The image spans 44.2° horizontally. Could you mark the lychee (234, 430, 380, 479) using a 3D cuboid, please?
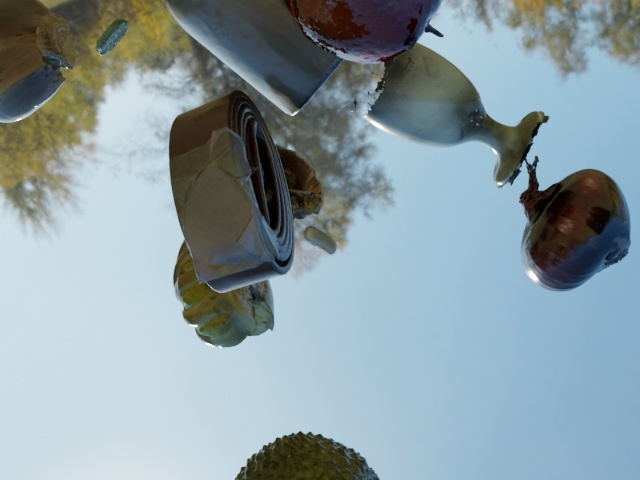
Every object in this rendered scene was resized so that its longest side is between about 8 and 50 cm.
[{"bbox_3d":[-0.023,0.433,1.230,0.270,0.270,0.320,-23,-167,1],"label":"lychee"}]

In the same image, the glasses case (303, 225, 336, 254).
[{"bbox_3d":[0.000,0.000,1.536,0.021,0.083,0.032,-10,-124,46],"label":"glasses case"}]

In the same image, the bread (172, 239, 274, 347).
[{"bbox_3d":[-0.242,0.110,1.881,0.160,0.333,0.333,-27,-161,17],"label":"bread"}]

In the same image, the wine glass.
[{"bbox_3d":[0.255,-0.256,1.567,0.190,0.357,0.190,-156,-90,-84],"label":"wine glass"}]

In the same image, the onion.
[{"bbox_3d":[0.492,-0.037,1.613,0.273,0.285,0.273,-52,171,-12],"label":"onion"}]

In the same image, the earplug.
[{"bbox_3d":[-0.120,-0.477,1.524,0.312,0.394,0.312,-51,-165,19],"label":"earplug"}]

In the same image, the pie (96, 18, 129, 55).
[{"bbox_3d":[-0.391,-0.381,1.480,0.085,0.017,0.085,-46,-179,1],"label":"pie"}]

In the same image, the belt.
[{"bbox_3d":[-0.130,-0.077,1.207,0.122,0.217,0.339,-20,-128,14],"label":"belt"}]

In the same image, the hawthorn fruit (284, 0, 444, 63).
[{"bbox_3d":[0.091,-0.409,1.310,0.254,0.300,0.254,-31,-132,42],"label":"hawthorn fruit"}]

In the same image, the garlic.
[{"bbox_3d":[-0.700,-0.424,1.790,0.325,0.279,0.132,-18,165,24],"label":"garlic"}]

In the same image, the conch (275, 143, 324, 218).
[{"bbox_3d":[-0.141,-0.088,1.598,0.291,0.159,0.210,18,-142,2],"label":"conch"}]
